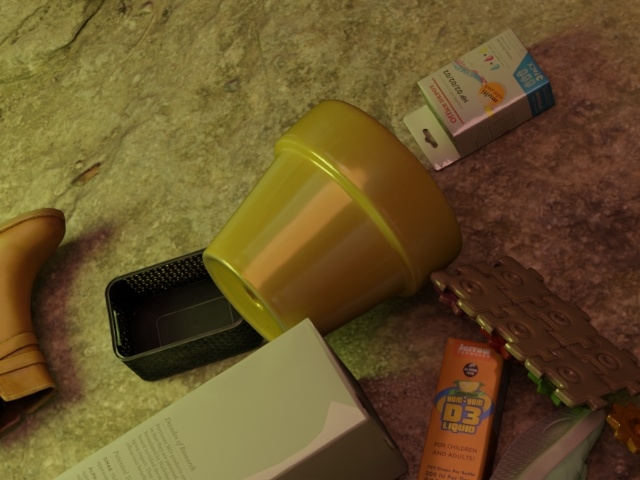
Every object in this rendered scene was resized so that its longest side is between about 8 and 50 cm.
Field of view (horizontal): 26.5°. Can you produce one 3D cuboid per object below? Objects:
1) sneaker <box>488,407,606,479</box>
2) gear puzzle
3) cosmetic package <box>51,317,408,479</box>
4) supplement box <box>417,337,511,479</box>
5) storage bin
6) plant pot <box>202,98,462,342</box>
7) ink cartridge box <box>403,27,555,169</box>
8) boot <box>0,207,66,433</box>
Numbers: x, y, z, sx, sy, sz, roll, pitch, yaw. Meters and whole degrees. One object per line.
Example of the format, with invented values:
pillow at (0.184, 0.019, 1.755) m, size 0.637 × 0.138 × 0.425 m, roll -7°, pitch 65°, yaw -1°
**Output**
sneaker at (0.266, 0.304, 1.535) m, size 0.256 × 0.094 × 0.151 m, roll -43°, pitch 103°, yaw -32°
gear puzzle at (0.281, 0.141, 1.574) m, size 0.339 × 0.175 × 0.044 m, roll 44°, pitch 125°, yaw 30°
cosmetic package at (-0.110, 0.280, 1.574) m, size 0.385 × 0.217 × 0.156 m, roll -33°, pitch 61°, yaw -2°
supplement box at (0.164, 0.235, 1.590) m, size 0.078 × 0.080 × 0.233 m, roll 6°, pitch 65°, yaw 17°
storage bin at (-0.175, 0.094, 1.756) m, size 0.180 × 0.084 × 0.122 m, roll -18°, pitch 62°, yaw 9°
plant pot at (0.000, 0.000, 1.632) m, size 0.239 × 0.254 × 0.254 m, roll -42°, pitch 61°, yaw -16°
ink cartridge box at (0.201, -0.184, 1.788) m, size 0.181 × 0.061 × 0.104 m, roll -31°, pitch 60°, yaw 1°
boot at (-0.409, 0.110, 1.801) m, size 0.283 × 0.109 × 0.220 m, roll -39°, pitch 59°, yaw -2°
